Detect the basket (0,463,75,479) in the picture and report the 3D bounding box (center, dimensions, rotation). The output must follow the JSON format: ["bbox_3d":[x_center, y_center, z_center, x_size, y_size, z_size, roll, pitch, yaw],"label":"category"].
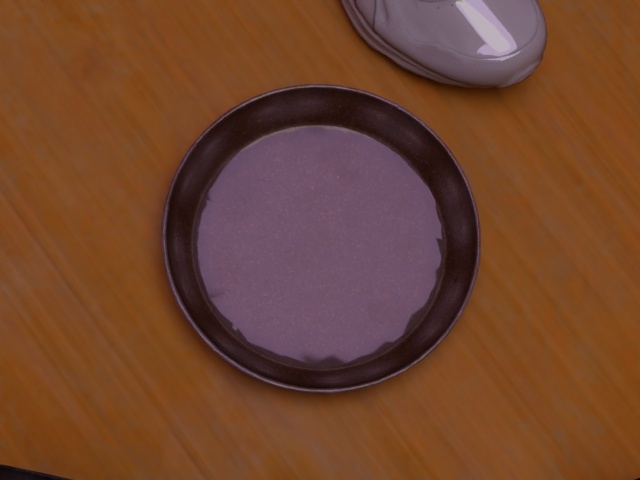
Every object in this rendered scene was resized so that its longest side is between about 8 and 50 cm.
[{"bbox_3d":[-0.085,0.235,0.809,0.204,0.154,0.226,16,79,-21],"label":"basket"}]

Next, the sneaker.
[{"bbox_3d":[0.037,-0.180,0.940,0.090,0.115,0.232,-39,82,-13],"label":"sneaker"}]

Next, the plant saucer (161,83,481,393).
[{"bbox_3d":[0.000,0.000,0.936,0.168,0.029,0.168,1,76,-4],"label":"plant saucer"}]

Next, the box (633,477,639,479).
[{"bbox_3d":[0.179,0.300,0.797,0.294,0.183,0.296,44,77,6],"label":"box"}]
